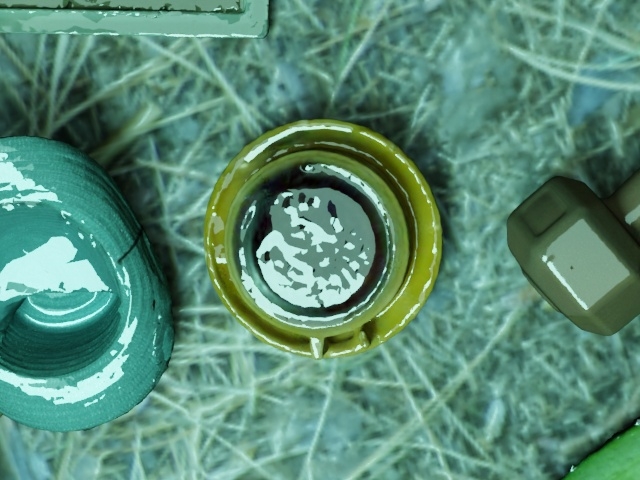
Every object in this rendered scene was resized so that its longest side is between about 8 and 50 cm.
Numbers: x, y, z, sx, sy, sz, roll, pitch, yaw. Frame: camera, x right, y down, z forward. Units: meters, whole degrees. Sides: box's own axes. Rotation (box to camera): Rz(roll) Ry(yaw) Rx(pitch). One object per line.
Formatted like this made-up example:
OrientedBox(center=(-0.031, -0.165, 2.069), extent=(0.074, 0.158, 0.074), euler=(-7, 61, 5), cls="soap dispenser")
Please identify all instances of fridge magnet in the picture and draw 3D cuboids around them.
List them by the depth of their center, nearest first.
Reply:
OrientedBox(center=(0.000, 0.000, 0.838), extent=(0.143, 0.063, 0.143), euler=(1, 98, 9), cls="fridge magnet")

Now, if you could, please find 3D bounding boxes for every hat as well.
OrientedBox(center=(-0.163, 0.018, 0.857), extent=(0.138, 0.078, 0.191), euler=(-14, 112, 8), cls="hat")

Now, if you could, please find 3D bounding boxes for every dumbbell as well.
OrientedBox(center=(0.210, -0.046, 0.798), extent=(0.231, 0.092, 0.082), euler=(-42, 116, 8), cls="dumbbell")

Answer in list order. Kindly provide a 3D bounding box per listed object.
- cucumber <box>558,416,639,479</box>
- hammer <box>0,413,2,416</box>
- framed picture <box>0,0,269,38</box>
OrientedBox(center=(0.223, 0.147, 0.815), extent=(0.193, 0.086, 0.115), euler=(-28, 47, 10), cls="cucumber")
OrientedBox(center=(-0.232, 0.065, 0.899), extent=(0.110, 0.019, 0.035), euler=(43, 98, 7), cls="hammer")
OrientedBox(center=(-0.161, -0.231, 0.863), extent=(0.273, 0.016, 0.217), euler=(3, 94, 7), cls="framed picture")
